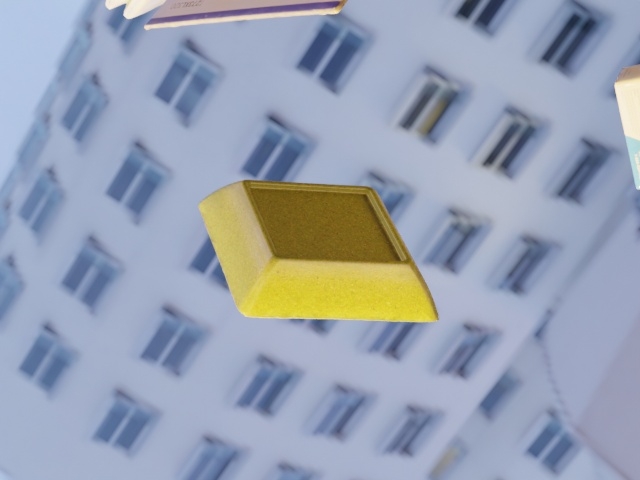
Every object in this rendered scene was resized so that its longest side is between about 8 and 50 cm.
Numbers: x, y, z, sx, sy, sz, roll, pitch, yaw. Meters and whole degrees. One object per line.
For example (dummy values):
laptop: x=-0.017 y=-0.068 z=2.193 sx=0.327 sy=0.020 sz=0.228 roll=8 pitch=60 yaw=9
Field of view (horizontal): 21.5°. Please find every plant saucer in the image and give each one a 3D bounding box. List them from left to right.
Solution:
plant saucer: x=0.000 y=0.000 z=1.530 sx=0.188 sy=0.045 sz=0.188 roll=2 pitch=-148 yaw=-20

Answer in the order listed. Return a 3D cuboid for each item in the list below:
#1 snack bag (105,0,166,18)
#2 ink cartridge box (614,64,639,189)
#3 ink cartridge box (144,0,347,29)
snack bag: x=0.006 y=-0.324 z=1.352 sx=0.323 sy=0.342 sz=0.037 roll=-31 pitch=-98 yaw=-36
ink cartridge box: x=0.366 y=-0.116 z=1.511 sx=0.061 sy=0.181 sz=0.104 roll=-47 pitch=-55 yaw=-63
ink cartridge box: x=0.060 y=-0.241 z=1.046 sx=0.371 sy=0.175 sz=0.069 roll=-52 pitch=-56 yaw=-28
